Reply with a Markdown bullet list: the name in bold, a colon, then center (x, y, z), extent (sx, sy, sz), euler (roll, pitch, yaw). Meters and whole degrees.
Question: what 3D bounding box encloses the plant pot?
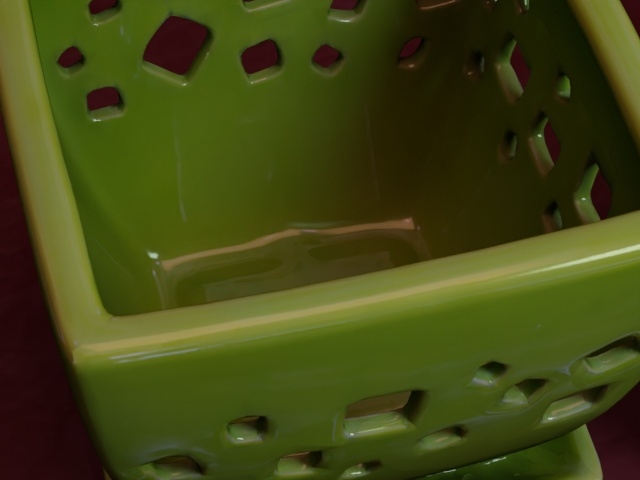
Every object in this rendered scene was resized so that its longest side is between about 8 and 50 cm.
- **plant pot**: center (0.000, 0.000, 0.706), extent (0.227, 0.207, 0.228), euler (-11, 50, -10)
